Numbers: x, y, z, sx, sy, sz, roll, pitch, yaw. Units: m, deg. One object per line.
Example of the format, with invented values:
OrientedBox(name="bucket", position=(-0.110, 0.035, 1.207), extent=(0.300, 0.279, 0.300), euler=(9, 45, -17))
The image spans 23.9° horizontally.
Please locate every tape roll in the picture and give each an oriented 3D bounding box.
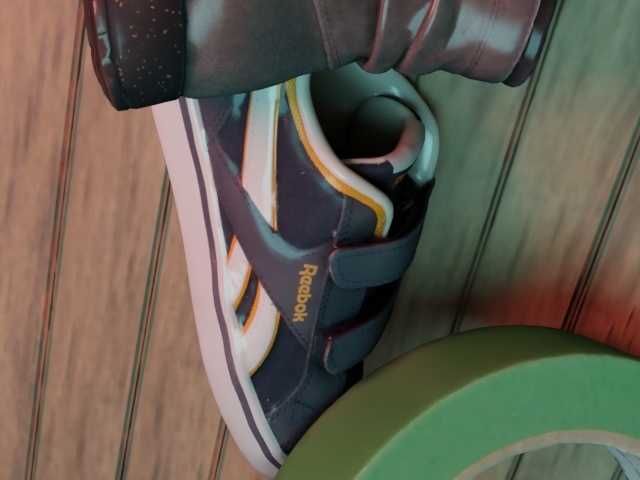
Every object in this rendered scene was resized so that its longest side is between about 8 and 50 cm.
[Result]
OrientedBox(name="tape roll", position=(0.111, 0.210, 0.852), extent=(0.321, 0.077, 0.321), euler=(-4, 101, -22))

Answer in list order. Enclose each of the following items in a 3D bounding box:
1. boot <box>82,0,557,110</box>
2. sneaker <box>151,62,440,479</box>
OrientedBox(name="boot", position=(-0.010, -0.230, 0.682), extent=(0.222, 0.118, 0.338), euler=(-8, 103, -10))
OrientedBox(name="sneaker", position=(0.000, 0.000, 0.819), extent=(0.127, 0.126, 0.321), euler=(-1, 121, 19))
